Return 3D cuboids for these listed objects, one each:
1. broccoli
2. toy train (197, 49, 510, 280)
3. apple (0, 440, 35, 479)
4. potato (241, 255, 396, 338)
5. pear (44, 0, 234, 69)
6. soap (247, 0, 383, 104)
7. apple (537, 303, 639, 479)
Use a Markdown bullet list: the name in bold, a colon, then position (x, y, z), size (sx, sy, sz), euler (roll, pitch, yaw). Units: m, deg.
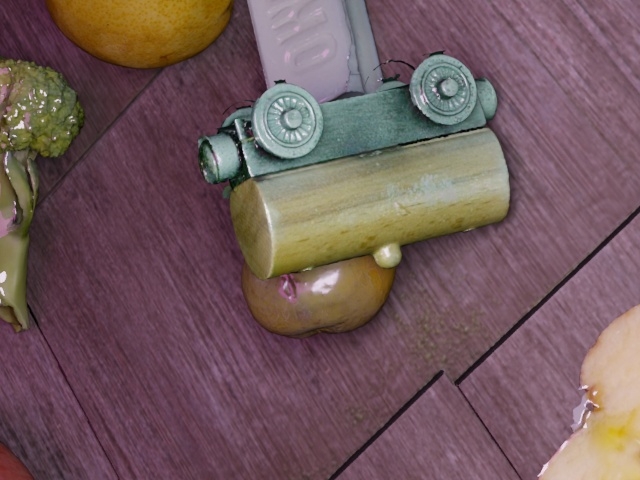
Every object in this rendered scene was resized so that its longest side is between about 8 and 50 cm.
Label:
- **broccoli**: position (-0.416, -0.080, 2.044), size (0.254, 0.186, 0.302), euler (24, 94, 29)
- **toy train**: position (0.036, -0.067, 1.666), size (0.126, 0.307, 0.189), euler (-3, 100, 65)
- **apple**: position (-0.444, 0.348, 1.977), size (0.345, 0.269, 0.344), euler (-12, 61, 22)
- **potato**: position (0.000, 0.000, 1.747), size (0.157, 0.157, 0.194), euler (-7, 76, 36)
- **pear**: position (-0.185, -0.280, 1.892), size (0.209, 0.209, 0.208), euler (-5, 81, 36)
- **soap**: position (-0.011, -0.222, 1.834), size (0.115, 0.063, 0.198), euler (-24, 71, 31)
- **apple**: position (0.324, 0.204, 1.470), size (0.251, 0.163, 0.293), euler (31, 90, 45)
